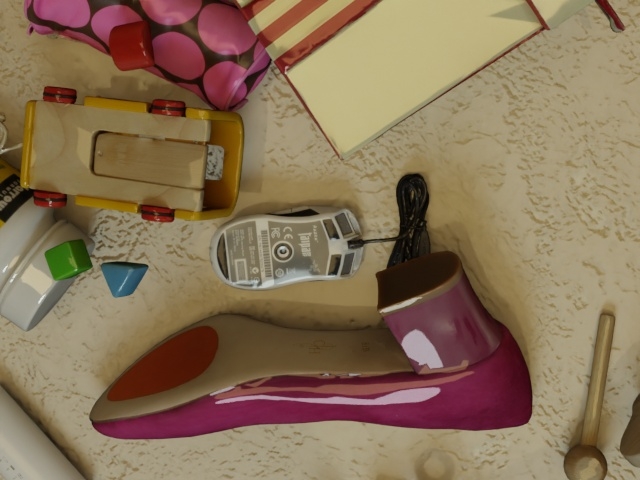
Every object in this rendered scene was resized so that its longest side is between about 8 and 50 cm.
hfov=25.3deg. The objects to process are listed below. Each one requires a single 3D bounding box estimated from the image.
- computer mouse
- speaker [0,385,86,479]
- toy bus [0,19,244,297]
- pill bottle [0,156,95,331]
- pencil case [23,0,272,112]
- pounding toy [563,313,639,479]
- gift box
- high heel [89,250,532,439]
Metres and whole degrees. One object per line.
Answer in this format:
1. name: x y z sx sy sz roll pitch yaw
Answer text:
1. computer mouse: 0.000 0.000 1.243 0.193 0.042 0.106 -3 103 2
2. speaker: -0.270 0.197 1.298 0.055 0.055 0.136 -42 92 11
3. toy bus: -0.163 -0.072 1.191 0.191 0.104 0.202 -38 81 17
4. pill bottle: -0.307 -0.021 1.236 0.208 0.119 0.119 36 101 0
5. pencil case: -0.143 -0.179 1.206 0.209 0.095 0.098 25 106 0
6. pounding toy: 0.301 0.118 1.166 0.155 0.154 0.269 45 101 -2
7. gift box: 0.076 -0.217 1.085 0.258 0.276 0.255 -34 99 9
8. high heel: -0.010 0.146 1.238 0.377 0.127 0.181 -18 120 22
